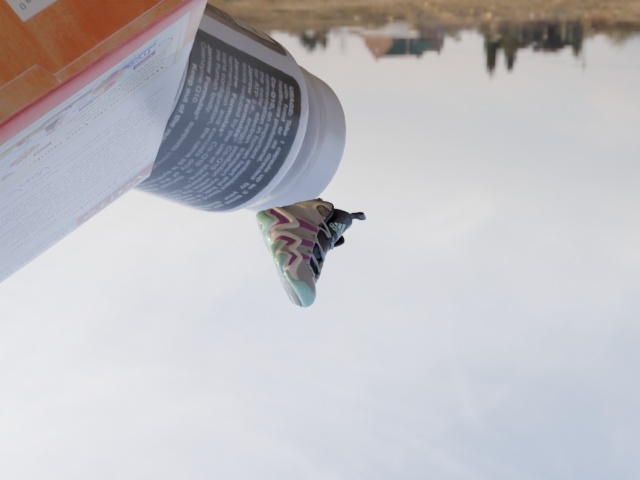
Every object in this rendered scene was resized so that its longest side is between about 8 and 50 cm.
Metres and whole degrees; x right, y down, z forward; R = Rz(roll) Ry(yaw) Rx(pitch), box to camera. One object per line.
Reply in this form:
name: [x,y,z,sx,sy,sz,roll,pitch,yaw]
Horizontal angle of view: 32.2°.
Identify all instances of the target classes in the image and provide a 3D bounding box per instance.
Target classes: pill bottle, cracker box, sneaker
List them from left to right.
cracker box: [-0.135,-0.034,0.421,0.155,0.067,0.232,-39,179,-18]
pill bottle: [-0.112,-0.111,0.893,0.161,0.161,0.283,9,175,36]
sneaker: [0.000,0.000,0.729,0.069,0.038,0.098,-21,-140,-4]
